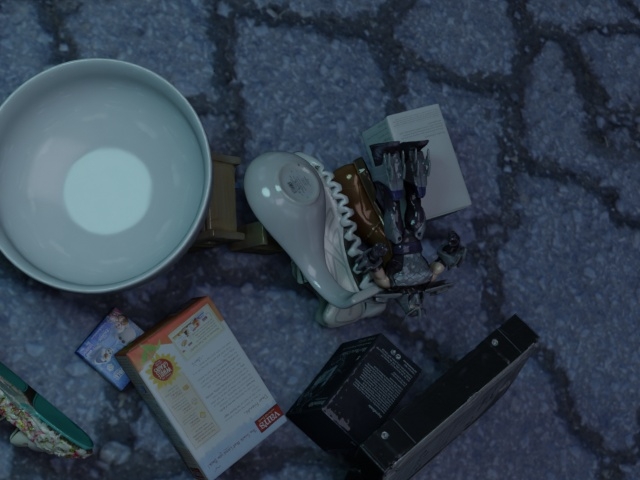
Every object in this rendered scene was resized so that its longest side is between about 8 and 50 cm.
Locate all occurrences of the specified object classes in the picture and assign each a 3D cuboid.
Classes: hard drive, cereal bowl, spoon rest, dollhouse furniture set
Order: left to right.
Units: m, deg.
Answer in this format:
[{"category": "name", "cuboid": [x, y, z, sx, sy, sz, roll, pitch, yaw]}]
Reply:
[{"category": "cereal bowl", "cuboid": [-0.318, -0.083, 1.849, 0.339, 0.141, 0.339, 0, 80, -1]}, {"category": "dollhouse furniture set", "cuboid": [-0.143, -0.049, 1.970, 0.184, 0.129, 0.129, 8, 75, -47]}, {"category": "spoon rest", "cuboid": [-0.019, -0.014, 1.922, 0.137, 0.084, 0.276, -22, 75, -37]}, {"category": "hard drive", "cuboid": [0.181, 0.275, 1.966, 0.339, 0.237, 0.064, -37, 72, -26]}]

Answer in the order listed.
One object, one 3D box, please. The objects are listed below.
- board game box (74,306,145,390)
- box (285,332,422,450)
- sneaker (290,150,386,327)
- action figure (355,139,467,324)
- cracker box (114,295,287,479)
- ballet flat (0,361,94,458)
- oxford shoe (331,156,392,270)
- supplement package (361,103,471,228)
[{"category": "board game box", "cuboid": [-0.302, 0.161, 1.900, 0.090, 0.020, 0.090, 43, 67, -12]}, {"category": "box", "cuboid": [0.050, 0.234, 1.962, 0.093, 0.156, 0.158, 44, 67, -9]}, {"category": "sneaker", "cuboid": [0.000, 0.000, 2.021, 0.118, 0.110, 0.292, -23, 89, -16]}, {"category": "action figure", "cuboid": [0.131, -0.011, 1.973, 0.185, 0.099, 0.285, -7, 91, -34]}, {"category": "cracker box", "cuboid": [-0.177, 0.220, 1.906, 0.156, 0.067, 0.232, -36, 100, -25]}, {"category": "ballet flat", "cuboid": [-0.431, 0.241, 1.807, 0.241, 0.091, 0.077, 42, 97, -6]}, {"category": "oxford shoe", "cuboid": [0.076, -0.025, 2.085, 0.076, 0.076, 0.212, -23, 92, 5]}, {"category": "supplement package", "cuboid": [0.157, -0.118, 2.106, 0.105, 0.105, 0.179, -17, 86, -25]}]
